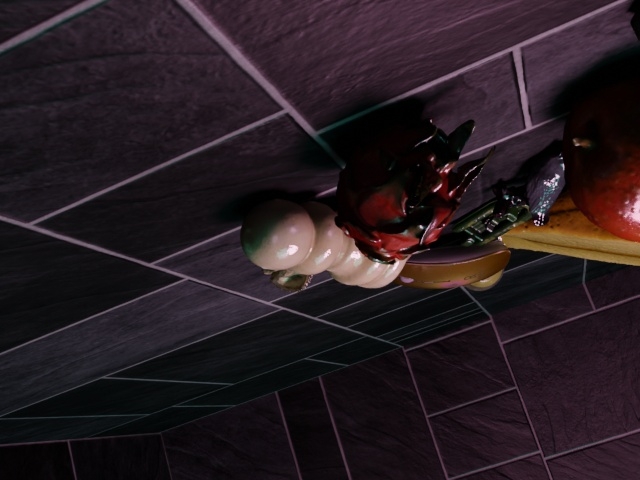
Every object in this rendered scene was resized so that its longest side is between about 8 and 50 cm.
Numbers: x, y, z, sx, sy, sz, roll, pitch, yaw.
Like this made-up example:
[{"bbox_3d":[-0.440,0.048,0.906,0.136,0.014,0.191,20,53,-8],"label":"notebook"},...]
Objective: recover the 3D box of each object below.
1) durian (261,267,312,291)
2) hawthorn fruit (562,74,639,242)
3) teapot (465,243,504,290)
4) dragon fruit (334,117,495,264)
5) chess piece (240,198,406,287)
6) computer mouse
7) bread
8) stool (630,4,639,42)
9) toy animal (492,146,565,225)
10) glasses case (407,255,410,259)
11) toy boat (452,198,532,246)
[{"bbox_3d":[-0.051,0.034,1.510,0.071,0.110,0.140,-49,177,-44],"label":"durian"},{"bbox_3d":[0.514,-0.135,1.227,0.299,0.275,0.275,6,155,-24],"label":"hawthorn fruit"},{"bbox_3d":[0.388,0.060,1.985,0.165,0.130,0.119,16,177,-2],"label":"teapot"},{"bbox_3d":[0.125,-0.081,1.132,0.192,0.193,0.274,-5,135,-47],"label":"dragon fruit"},{"bbox_3d":[0.000,0.000,1.329,0.299,0.167,0.167,5,152,-43],"label":"chess piece"},{"bbox_3d":[0.303,0.065,1.860,0.310,0.072,0.158,-6,155,5],"label":"computer mouse"},{"bbox_3d":[0.600,0.004,1.797,0.361,0.245,0.233,-24,161,12],"label":"bread"},{"bbox_3d":[0.522,-0.284,0.960,0.232,0.141,0.232,-15,163,-5],"label":"stool"},{"bbox_3d":[0.432,-0.100,1.502,0.121,0.117,0.210,-5,162,-17],"label":"toy animal"},{"bbox_3d":[0.138,-0.010,1.599,0.102,0.070,0.193,-52,152,12],"label":"glasses case"},{"bbox_3d":[0.391,-0.048,1.709,0.104,0.052,0.210,31,138,-27],"label":"toy boat"}]
